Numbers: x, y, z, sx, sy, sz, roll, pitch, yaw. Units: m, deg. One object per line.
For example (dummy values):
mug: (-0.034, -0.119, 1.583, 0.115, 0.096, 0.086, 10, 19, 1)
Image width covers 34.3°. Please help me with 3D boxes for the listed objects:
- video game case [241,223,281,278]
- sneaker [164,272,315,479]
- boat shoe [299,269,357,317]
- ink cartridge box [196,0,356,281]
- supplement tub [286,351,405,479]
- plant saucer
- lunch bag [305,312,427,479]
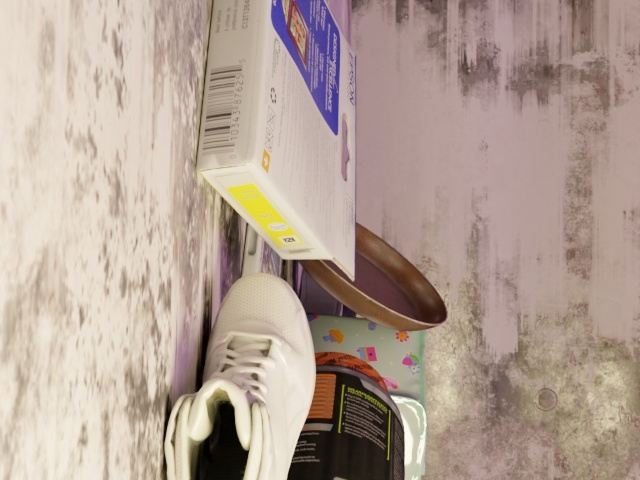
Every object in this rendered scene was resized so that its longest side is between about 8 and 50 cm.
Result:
video game case: (-0.071, 0.035, 1.299, 0.190, 0.022, 0.173, 85, 8, -56)
sneaker: (-0.062, 0.131, 0.894, 0.169, 0.108, 0.292, 89, 5, -60)
boat shoe: (0.013, 0.117, 1.900, 0.302, 0.114, 0.091, -58, 151, -58)
ink cartridge box: (-0.033, -0.145, 1.094, 0.307, 0.072, 0.303, 55, 33, -62)
supplement tub: (0.003, 0.278, 1.216, 0.316, 0.193, 0.193, -79, 169, -62)
plant saucer: (0.065, 0.048, 1.658, 0.050, 0.310, 0.310, -54, -173, 18)
lunch bag: (0.054, 0.259, 1.643, 0.160, 0.223, 0.262, 102, -6, -54)
